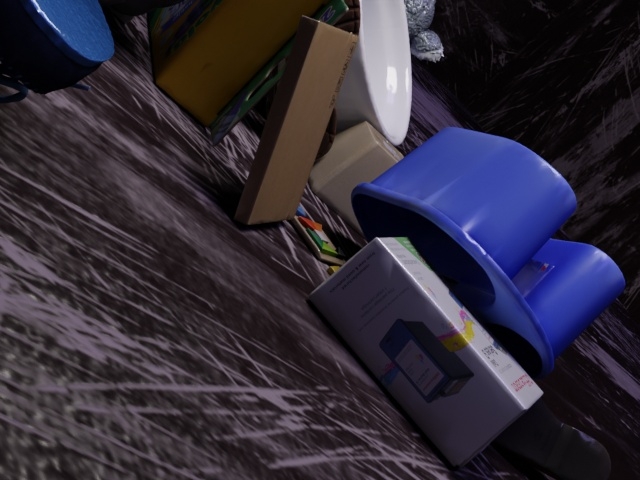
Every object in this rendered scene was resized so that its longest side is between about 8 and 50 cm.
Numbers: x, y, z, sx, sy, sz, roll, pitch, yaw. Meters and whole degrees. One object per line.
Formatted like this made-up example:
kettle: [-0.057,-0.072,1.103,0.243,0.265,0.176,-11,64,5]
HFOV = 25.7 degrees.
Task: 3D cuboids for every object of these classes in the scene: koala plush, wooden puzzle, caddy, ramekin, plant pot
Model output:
koala plush: [0.117,-0.381,2.234,0.196,0.203,0.221,64,-3,-25]
wooden puzzle: [0.000,0.000,1.492,0.116,0.014,0.078,52,13,22]
caddy: [0.161,0.020,1.525,0.241,0.179,0.341,54,-13,-22]
ramekin: [0.025,-0.255,1.845,0.277,0.135,0.277,-5,90,-74]
plant pot: [0.052,-0.082,1.738,0.109,0.096,0.109,42,12,-24]

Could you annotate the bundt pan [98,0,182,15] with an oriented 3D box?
bundt pan: [-0.227,-0.370,1.443,0.331,0.124,0.331,27,46,-31]

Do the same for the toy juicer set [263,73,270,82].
toy juicer set: [-0.079,-0.290,1.973,0.329,0.089,0.209,36,16,-45]

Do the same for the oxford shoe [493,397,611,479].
oxford shoe: [0.208,0.197,1.498,0.212,0.076,0.076,41,-17,-13]

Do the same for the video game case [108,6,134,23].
video game case: [-0.257,-0.350,1.586,0.173,0.022,0.190,42,31,-21]

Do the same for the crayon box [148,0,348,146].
crayon box: [-0.090,-0.254,1.540,0.083,0.203,0.323,40,14,-24]

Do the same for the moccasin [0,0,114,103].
moccasin: [-0.231,-0.170,1.022,0.138,0.117,0.342,55,3,-26]

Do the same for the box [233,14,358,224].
box: [-0.022,-0.114,1.365,0.021,0.201,0.164,22,8,12]

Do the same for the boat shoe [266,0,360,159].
boat shoe: [-0.023,-0.219,1.666,0.095,0.257,0.095,-8,41,-28]

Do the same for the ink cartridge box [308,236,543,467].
ink cartridge box: [0.106,0.102,1.343,0.212,0.093,0.154,51,12,10]
